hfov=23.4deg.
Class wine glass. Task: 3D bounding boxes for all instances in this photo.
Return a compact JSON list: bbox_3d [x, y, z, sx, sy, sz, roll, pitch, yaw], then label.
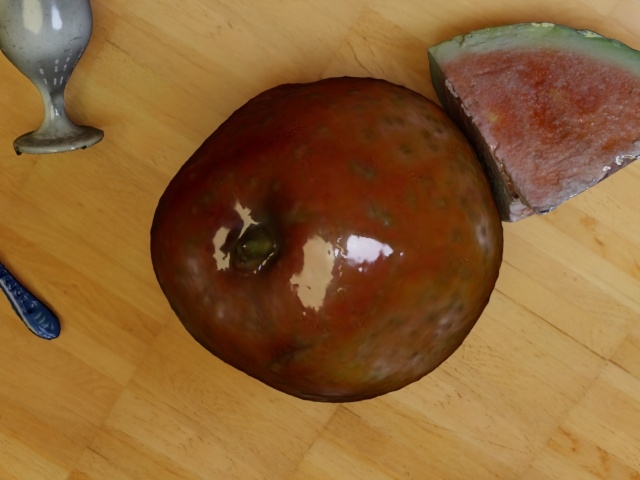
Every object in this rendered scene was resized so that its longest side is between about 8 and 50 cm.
[{"bbox_3d":[-0.334,-0.231,1.879,0.126,0.126,0.241,-2,109,9],"label":"wine glass"}]

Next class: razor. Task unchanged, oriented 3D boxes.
[{"bbox_3d":[-0.448,0.003,2.008,0.324,0.093,0.056,54,146,-13],"label":"razor"}]

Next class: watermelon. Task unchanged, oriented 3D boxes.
[{"bbox_3d":[0.265,-0.132,1.778,0.310,0.193,0.231,11,85,-3],"label":"watermelon"}]

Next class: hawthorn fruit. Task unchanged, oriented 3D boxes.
[{"bbox_3d":[0.000,0.000,1.756,0.403,0.403,0.402,2,107,7],"label":"hawthorn fruit"}]
